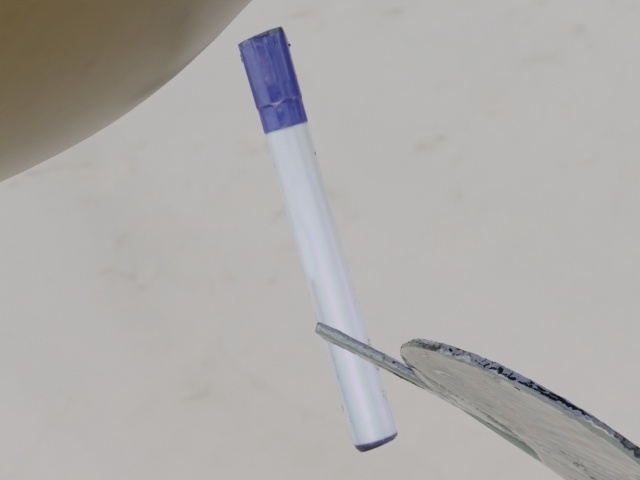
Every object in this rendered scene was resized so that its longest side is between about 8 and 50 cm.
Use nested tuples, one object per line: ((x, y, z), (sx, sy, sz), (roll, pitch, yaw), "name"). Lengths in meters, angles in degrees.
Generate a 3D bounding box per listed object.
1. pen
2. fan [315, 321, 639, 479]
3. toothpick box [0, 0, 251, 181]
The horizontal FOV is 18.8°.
((-0.001, 0.000, 1.209), (0.033, 0.269, 0.033), (-16, 2, 1), "pen")
((0.121, 0.106, 0.938), (0.012, 0.223, 0.294), (-58, 11, -8), "fan")
((-0.183, -0.195, 0.500), (0.425, 0.409, 0.409), (-3, 33, 20), "toothpick box")
